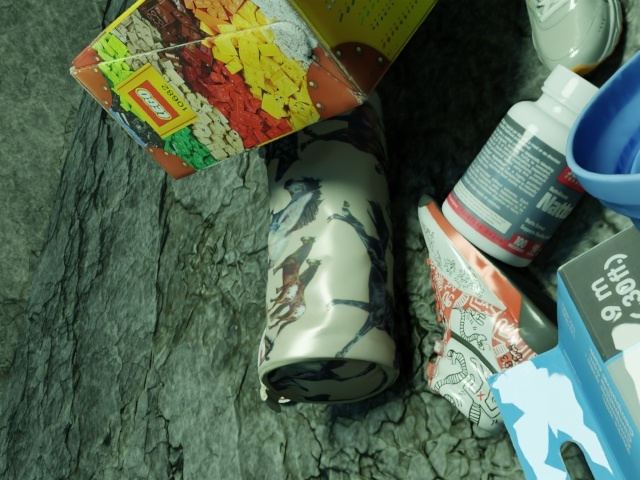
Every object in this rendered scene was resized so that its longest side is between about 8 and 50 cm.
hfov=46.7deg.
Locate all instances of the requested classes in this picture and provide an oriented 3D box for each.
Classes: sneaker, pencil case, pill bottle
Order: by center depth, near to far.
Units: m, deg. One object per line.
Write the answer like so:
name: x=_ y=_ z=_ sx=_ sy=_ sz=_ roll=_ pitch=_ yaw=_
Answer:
pill bottle: x=0.211 y=-0.074 z=0.724 sx=0.180 sy=0.108 sz=0.108 roll=-57 pitch=38 yaw=21
sneaker: x=0.143 y=0.070 z=0.769 sx=0.145 sy=0.090 sz=0.270 roll=-57 pitch=39 yaw=20
sneaker: x=0.232 y=-0.287 z=0.778 sx=0.099 sy=0.121 sz=0.262 roll=-29 pitch=53 yaw=45
pencil case: x=0.000 y=0.000 z=0.931 sx=0.184 sy=0.160 sz=0.410 roll=-18 pitch=60 yaw=32

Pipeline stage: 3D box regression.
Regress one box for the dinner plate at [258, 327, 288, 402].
dinner plate: x=-0.043 y=0.158 z=1.048 sx=0.141 sy=0.017 sz=0.141 roll=-28 pitch=54 yaw=46

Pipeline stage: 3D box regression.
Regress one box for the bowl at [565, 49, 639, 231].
bowl: x=0.334 y=-0.126 z=0.426 sx=0.391 sy=0.077 sz=0.391 roll=-37 pitch=10 yaw=7

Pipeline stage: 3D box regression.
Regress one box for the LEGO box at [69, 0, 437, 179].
LEGO box: x=-0.010 y=-0.338 z=0.885 sx=0.372 sy=0.193 sz=0.500 roll=-11 pitch=38 yaw=52

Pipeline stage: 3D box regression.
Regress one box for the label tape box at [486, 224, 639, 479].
label tape box: x=0.274 y=0.101 z=0.485 sx=0.348 sy=0.115 sz=0.249 roll=-34 pitch=44 yaw=22
